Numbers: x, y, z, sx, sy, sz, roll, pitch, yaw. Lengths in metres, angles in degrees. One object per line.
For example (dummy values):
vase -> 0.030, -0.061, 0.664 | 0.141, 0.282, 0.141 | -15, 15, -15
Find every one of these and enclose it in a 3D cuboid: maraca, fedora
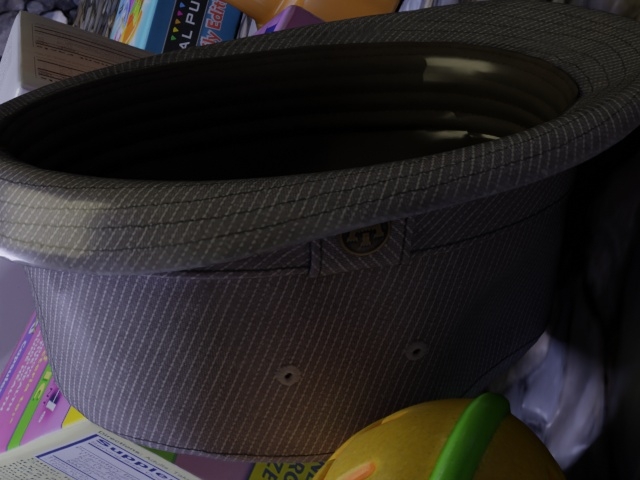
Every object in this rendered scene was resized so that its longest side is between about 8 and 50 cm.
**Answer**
maraca -> 0.040, 0.115, 0.643 | 0.186, 0.099, 0.127 | 60, -126, -75
fedora -> 0.000, 0.000, 0.706 | 0.243, 0.275, 0.124 | 27, 128, 58

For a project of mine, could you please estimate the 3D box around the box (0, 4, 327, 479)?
box -> -0.054, 0.035, 0.910 | 0.243, 0.117, 0.214 | -24, 38, 63

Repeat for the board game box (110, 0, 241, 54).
board game box -> -0.141, -0.170, 1.693 | 0.254, 0.079, 0.336 | 162, 124, -73

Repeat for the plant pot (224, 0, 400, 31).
plant pot -> -0.041, -0.228, 1.143 | 0.205, 0.188, 0.205 | -164, 90, -76

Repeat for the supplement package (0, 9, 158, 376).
supplement package -> -0.136, -0.009, 1.239 | 0.263, 0.198, 0.199 | -119, 48, -71
